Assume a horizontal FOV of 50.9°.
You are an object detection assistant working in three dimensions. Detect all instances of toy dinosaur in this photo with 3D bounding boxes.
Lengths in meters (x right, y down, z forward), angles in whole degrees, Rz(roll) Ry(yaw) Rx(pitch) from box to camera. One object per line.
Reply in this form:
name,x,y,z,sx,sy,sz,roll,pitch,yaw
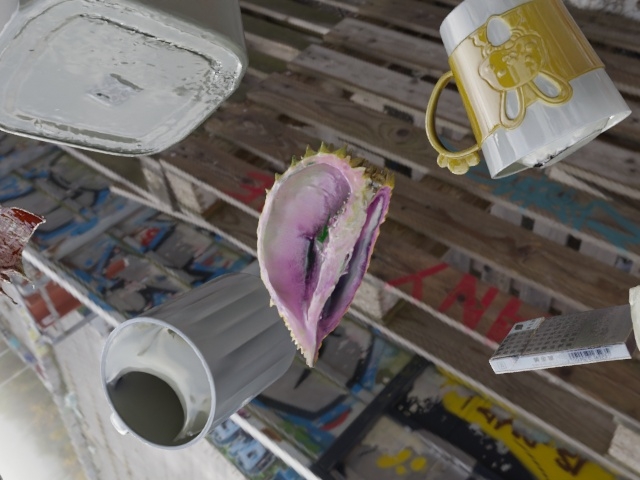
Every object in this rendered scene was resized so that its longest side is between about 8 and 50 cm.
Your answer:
toy dinosaur,-0.653,0.051,1.307,0.113,0.327,0.206,-111,3,-68

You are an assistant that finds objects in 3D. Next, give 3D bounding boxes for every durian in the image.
durian,-0.003,-0.007,0.902,0.186,0.154,0.260,34,107,3

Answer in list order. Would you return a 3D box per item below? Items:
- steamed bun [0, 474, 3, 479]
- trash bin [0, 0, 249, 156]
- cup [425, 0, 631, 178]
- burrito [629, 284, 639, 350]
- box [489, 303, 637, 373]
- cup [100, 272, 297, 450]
steamed bun,-0.422,0.320,0.767,0.228,0.131,0.177,66,157,-2
trash bin,-0.176,-0.219,0.533,0.220,0.219,0.250,-33,62,39
cup,0.241,-0.197,0.875,0.241,0.185,0.226,-25,83,22
burrito,0.553,0.236,1.053,0.117,0.076,0.392,-95,-13,-77
box,0.565,0.225,1.541,0.325,0.180,0.047,-18,103,44
cup,-0.229,0.230,1.254,0.323,0.327,0.237,-43,83,25
